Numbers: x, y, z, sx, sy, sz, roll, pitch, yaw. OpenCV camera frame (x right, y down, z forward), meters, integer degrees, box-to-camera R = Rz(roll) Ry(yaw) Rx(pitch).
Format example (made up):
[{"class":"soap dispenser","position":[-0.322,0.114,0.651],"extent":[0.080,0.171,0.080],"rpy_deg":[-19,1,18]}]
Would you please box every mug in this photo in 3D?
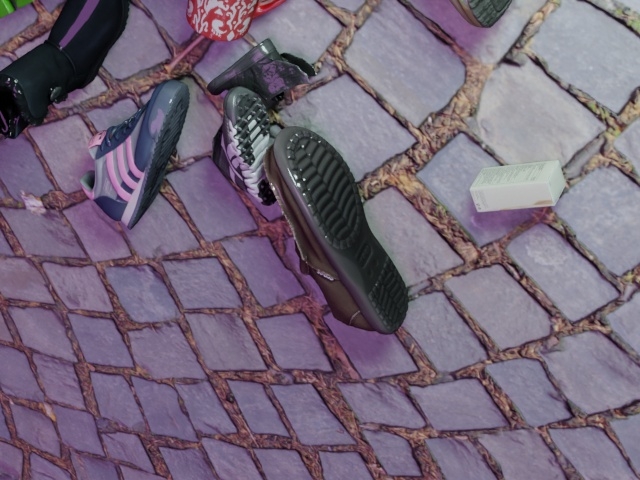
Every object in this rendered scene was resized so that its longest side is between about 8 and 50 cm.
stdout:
[{"class":"mug","position":[-0.108,-0.352,1.571],"extent":[0.150,0.113,0.169],"rpy_deg":[32,138,9]}]

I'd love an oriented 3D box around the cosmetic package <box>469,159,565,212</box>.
[{"class":"cosmetic package","position":[0.269,-0.073,1.587],"extent":[0.115,0.060,0.041],"rpy_deg":[-3,123,35]}]

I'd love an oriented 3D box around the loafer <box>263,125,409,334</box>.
[{"class":"loafer","position":[0.000,0.000,1.756],"extent":[0.130,0.134,0.366],"rpy_deg":[-10,117,36]}]

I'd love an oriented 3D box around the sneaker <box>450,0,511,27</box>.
[{"class":"sneaker","position":[0.098,-0.427,1.369],"extent":[0.182,0.158,0.410],"rpy_deg":[7,140,52]}]

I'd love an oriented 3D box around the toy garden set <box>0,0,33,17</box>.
[{"class":"toy garden set","position":[-0.459,-0.463,1.744],"extent":[0.244,0.049,0.204],"rpy_deg":[-12,113,43]}]

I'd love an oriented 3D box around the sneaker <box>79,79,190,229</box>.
[{"class":"sneaker","position":[-0.306,-0.150,1.845],"extent":[0.131,0.112,0.319],"rpy_deg":[32,133,2]}]

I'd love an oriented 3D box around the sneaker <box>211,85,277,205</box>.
[{"class":"sneaker","position":[-0.126,-0.146,1.737],"extent":[0.106,0.078,0.234],"rpy_deg":[24,153,26]}]

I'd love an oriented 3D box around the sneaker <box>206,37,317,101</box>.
[{"class":"sneaker","position":[-0.088,-0.230,1.691],"extent":[0.170,0.051,0.089],"rpy_deg":[-31,101,40]}]

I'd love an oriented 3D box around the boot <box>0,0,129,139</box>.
[{"class":"boot","position":[-0.395,-0.276,1.736],"extent":[0.094,0.207,0.246],"rpy_deg":[37,134,2]}]
